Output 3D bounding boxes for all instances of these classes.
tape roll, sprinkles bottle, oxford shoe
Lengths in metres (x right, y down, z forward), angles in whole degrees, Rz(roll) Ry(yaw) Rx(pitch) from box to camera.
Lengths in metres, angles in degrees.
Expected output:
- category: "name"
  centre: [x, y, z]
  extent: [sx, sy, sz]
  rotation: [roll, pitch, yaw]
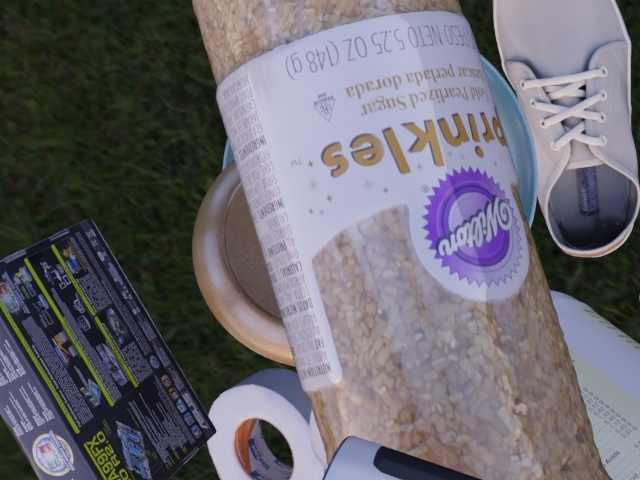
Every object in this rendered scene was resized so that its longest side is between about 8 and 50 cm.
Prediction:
- category: "tape roll"
  centre: [-0.066, 0.305, 1.844]
  extent: [0.219, 0.072, 0.219]
  rotation: [12, 112, 32]
- category: "sprinkles bottle"
  centre: [0.033, 0.005, 0.531]
  extent: [0.121, 0.121, 0.355]
  rotation: [-19, 83, 19]
- category: "oxford shoe"
  centre: [0.330, -0.178, 1.603]
  extent: [0.169, 0.130, 0.449]
  rotation: [-10, 106, 15]

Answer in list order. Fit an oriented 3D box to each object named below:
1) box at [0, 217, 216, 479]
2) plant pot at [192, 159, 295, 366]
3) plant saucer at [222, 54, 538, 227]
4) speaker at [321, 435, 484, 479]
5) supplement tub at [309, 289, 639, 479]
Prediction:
- category: "box"
  centre: [-0.232, 0.128, 1.213]
  extent: [0.060, 0.216, 0.270]
  rotation: [-28, 95, 25]
- category: "plant pot"
  centre: [0.000, 0.000, 1.133]
  extent: [0.236, 0.032, 0.236]
  rotation: [1, 71, -3]
- category: "plant saucer"
  centre: [0.058, -0.060, 1.219]
  extent: [0.318, 0.044, 0.317]
  rotation: [1, 93, 16]
- category: "speaker"
  centre: [0.065, 0.114, 0.419]
  extent: [0.136, 0.055, 0.055]
  rotation: [17, 88, 15]
- category: "supplement tub"
  centre: [0.169, 0.179, 0.835]
  extent: [0.325, 0.235, 0.235]
  rotation: [40, 98, 37]
